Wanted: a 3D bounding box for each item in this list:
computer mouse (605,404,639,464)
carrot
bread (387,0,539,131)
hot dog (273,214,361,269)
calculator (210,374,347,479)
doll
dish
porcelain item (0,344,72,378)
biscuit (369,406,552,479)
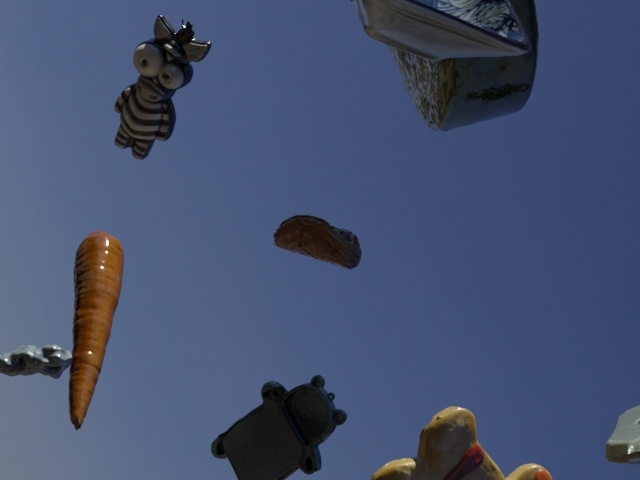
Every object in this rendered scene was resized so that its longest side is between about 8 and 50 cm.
[{"bbox_3d":[0.428,0.262,1.871,0.089,0.182,0.056,-22,-87,26],"label":"computer mouse"},{"bbox_3d":[-0.206,0.078,1.287,0.048,0.048,0.216,89,1,-50],"label":"carrot"},{"bbox_3d":[0.141,-0.317,1.708,0.382,0.129,0.366,-148,-136,-81],"label":"bread"},{"bbox_3d":[0.000,0.000,1.266,0.083,0.035,0.058,16,-4,32],"label":"hot dog"},{"bbox_3d":[-0.037,0.176,1.283,0.141,0.019,0.094,-39,-112,24],"label":"calculator"},{"bbox_3d":[-0.224,-0.205,1.936,0.091,0.067,0.219,34,-59,9],"label":"doll"},{"bbox_3d":[0.082,-0.254,1.378,0.080,0.182,0.243,-54,-147,32],"label":"dish"},{"bbox_3d":[-0.287,0.119,1.417,0.028,0.083,0.036,-91,180,-49],"label":"porcelain item"},{"bbox_3d":[0.165,0.275,1.416,0.234,0.153,0.030,48,-6,-16],"label":"biscuit"}]
